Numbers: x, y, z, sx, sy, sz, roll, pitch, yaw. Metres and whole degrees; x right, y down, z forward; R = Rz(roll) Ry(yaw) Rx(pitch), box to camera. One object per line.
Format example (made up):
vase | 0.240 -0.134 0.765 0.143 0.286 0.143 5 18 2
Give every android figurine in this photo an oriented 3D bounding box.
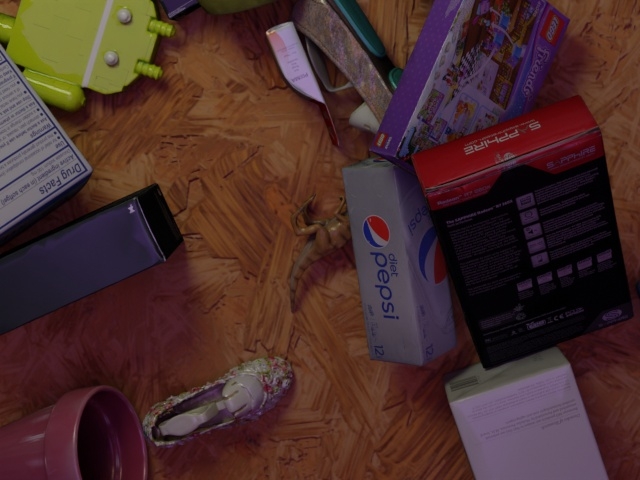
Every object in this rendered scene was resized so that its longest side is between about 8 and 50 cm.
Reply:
android figurine | -0.342 -0.307 1.743 0.272 0.056 0.248 21 97 1

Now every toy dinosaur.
toy dinosaur | 0.000 0.000 1.763 0.211 0.064 0.112 -41 95 6

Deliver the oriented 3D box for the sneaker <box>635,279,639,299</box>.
sneaker | 0.608 0.152 1.730 0.208 0.127 0.319 -30 96 6

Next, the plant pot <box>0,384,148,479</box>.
plant pot | -0.372 0.317 1.760 0.180 0.201 0.201 -11 97 20

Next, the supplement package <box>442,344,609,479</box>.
supplement package | 0.302 0.316 1.733 0.175 0.177 0.293 -19 95 4

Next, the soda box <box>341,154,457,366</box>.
soda box | 0.112 0.026 1.715 0.098 0.091 0.286 2 107 42

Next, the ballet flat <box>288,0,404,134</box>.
ballet flat | 0.067 -0.222 1.727 0.106 0.107 0.316 -36 89 26

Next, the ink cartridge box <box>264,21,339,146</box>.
ink cartridge box | -0.027 -0.208 1.697 0.045 0.145 0.179 -20 96 -1

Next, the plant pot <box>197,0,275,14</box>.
plant pot | -0.127 -0.462 1.632 0.274 0.275 0.294 -15 112 4

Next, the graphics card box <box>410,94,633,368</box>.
graphics card box | 0.278 -0.001 1.639 0.232 0.094 0.371 -21 133 4

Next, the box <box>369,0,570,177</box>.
box | 0.203 -0.210 1.638 0.201 0.057 0.293 26 86 -40

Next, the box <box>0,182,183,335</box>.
box | -0.338 0.024 1.717 0.261 0.184 0.103 -24 95 5

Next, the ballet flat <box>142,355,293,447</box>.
ballet flat | -0.150 0.245 1.791 0.241 0.077 0.091 -27 95 4

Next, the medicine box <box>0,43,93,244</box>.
medicine box | -0.508 -0.121 1.669 0.263 0.149 0.289 -38 95 -25

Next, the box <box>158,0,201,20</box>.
box | -0.208 -0.358 1.726 0.052 0.062 0.083 -29 96 7
